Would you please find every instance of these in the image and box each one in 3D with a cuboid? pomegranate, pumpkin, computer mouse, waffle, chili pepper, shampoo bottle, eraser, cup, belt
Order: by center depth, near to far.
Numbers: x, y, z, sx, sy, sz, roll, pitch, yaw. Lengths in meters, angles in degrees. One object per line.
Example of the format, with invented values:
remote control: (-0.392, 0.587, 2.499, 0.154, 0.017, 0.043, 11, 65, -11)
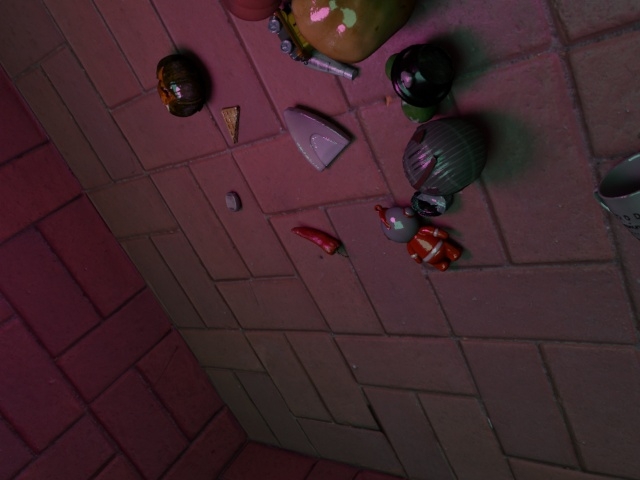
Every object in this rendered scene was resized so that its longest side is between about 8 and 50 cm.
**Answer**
cup: (0.834, -0.089, 1.455, 0.234, 0.186, 0.258, 48, 170, -16)
pomegranate: (0.085, -0.629, 1.487, 0.332, 0.332, 0.332, 22, 135, 24)
shampoo bottle: (0.028, -0.561, 1.800, 0.191, 0.041, 0.069, 28, 125, 19)
belt: (0.369, -0.133, 1.869, 0.140, 0.058, 0.105, 4, 120, 42)
eraser: (-0.028, -0.381, 1.985, 0.243, 0.059, 0.204, 44, 140, -5)
pumpkin: (-0.527, -0.587, 2.147, 0.238, 0.159, 0.238, 44, 151, 32)
waffle: (-0.330, -0.449, 2.207, 0.097, 0.023, 0.152, 5, 125, 38)
chili pepper: (0.000, 0.000, 2.277, 0.272, 0.071, 0.063, 29, 133, 21)
computer mouse: (-0.380, -0.172, 2.474, 0.066, 0.039, 0.096, 11, 122, 33)

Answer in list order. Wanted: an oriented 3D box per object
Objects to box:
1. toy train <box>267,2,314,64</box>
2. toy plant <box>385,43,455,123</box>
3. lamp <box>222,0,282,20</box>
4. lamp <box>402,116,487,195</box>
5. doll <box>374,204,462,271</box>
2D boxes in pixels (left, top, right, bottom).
toy train: (-0.079, -0.653, 1.761, 0.127, 0.089, 0.219, -32, 84, 19)
toy plant: (0.280, -0.450, 1.604, 0.218, 0.175, 0.235, 58, 166, -5)
lamp: (-0.183, -0.791, 1.627, 0.305, 0.240, 0.305, 173, 90, -80)
lamp: (0.357, -0.246, 1.656, 0.233, 0.233, 0.265, 41, 158, 3)
doll: (0.327, -0.022, 1.973, 0.336, 0.105, 0.200, 34, 141, 0)
